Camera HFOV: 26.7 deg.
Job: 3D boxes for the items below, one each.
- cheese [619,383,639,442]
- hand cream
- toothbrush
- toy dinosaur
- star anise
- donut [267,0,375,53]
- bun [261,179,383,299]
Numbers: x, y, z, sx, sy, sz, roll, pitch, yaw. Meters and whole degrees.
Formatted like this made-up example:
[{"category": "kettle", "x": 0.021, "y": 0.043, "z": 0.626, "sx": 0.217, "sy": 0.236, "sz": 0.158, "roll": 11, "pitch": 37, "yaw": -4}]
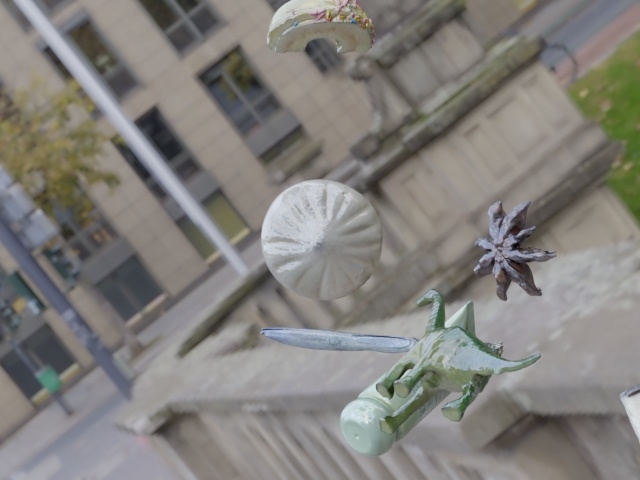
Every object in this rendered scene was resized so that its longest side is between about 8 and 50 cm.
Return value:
[{"category": "cheese", "x": 0.536, "y": 0.131, "z": 1.516, "sx": 0.400, "sy": 0.085, "sz": 0.034, "roll": -25, "pitch": -21, "yaw": 6}, {"category": "hand cream", "x": 0.154, "y": 0.224, "z": 2.102, "sx": 0.093, "sy": 0.147, "sz": 0.306, "roll": 21, "pitch": 41, "yaw": 37}, {"category": "toothbrush", "x": 0.104, "y": 0.170, "z": 2.213, "sx": 0.042, "sy": 0.413, "sz": 0.035, "roll": 107, "pitch": 164, "yaw": -44}, {"category": "toy dinosaur", "x": 0.195, "y": 0.126, "z": 1.735, "sx": 0.301, "sy": 0.087, "sz": 0.447, "roll": -39, "pitch": 13, "yaw": -35}, {"category": "star anise", "x": 0.244, "y": 0.016, "z": 1.760, "sx": 0.042, "sy": 0.141, "sz": 0.141, "roll": -3, "pitch": -18, "yaw": -37}, {"category": "donut", "x": 0.007, "y": -0.328, "z": 2.009, "sx": 0.165, "sy": 0.065, "sz": 0.108, "roll": 1, "pitch": -24, "yaw": -15}, {"category": "bun", "x": 0.000, "y": 0.000, "z": 1.480, "sx": 0.138, "sy": 0.138, "sz": 0.094, "roll": -38, "pitch": 0, "yaw": 4}]
